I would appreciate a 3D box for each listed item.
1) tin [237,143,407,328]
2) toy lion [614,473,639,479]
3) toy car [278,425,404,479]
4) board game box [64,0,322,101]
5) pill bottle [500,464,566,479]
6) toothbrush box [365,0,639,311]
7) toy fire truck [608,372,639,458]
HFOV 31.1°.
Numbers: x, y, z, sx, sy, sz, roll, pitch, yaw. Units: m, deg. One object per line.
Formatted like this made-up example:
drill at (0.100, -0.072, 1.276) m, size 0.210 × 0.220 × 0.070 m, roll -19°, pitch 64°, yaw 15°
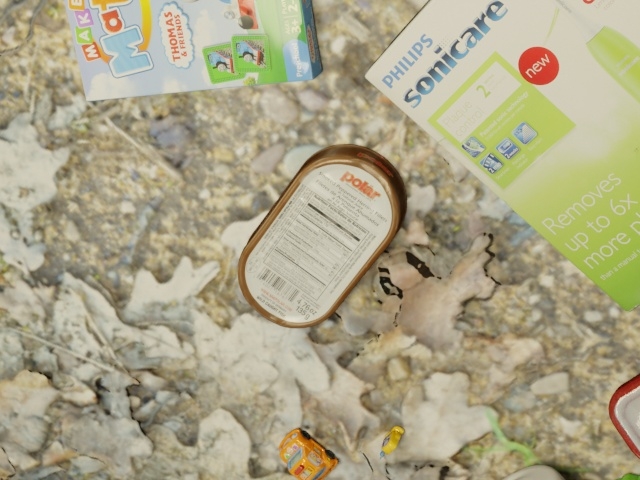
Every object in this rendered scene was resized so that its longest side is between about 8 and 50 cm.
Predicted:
tin at (0.000, 0.000, 1.041) m, size 0.106 × 0.040 × 0.189 m, roll 34°, pitch 115°, yaw -6°
toy lion at (0.311, 0.265, 1.073) m, size 0.096 × 0.034 × 0.100 m, roll 0°, pitch 112°, yaw 21°
toy car at (0.015, 0.199, 1.112) m, size 0.122 × 0.040 × 0.060 m, roll -30°, pitch 101°, yaw 23°
board game box at (-0.115, -0.208, 0.984) m, size 0.212 × 0.039 × 0.160 m, roll -3°, pitch 111°, yaw 16°
pill bottle at (0.242, 0.338, 1.059) m, size 0.136 × 0.136 × 0.245 m, roll -39°, pitch 98°, yaw 24°
toothbrush box at (0.213, -0.118, 0.872) m, size 0.283 × 0.122 × 0.206 m, roll 43°, pitch 129°, yaw -4°
toy fire truck at (0.423, 0.154, 0.941) m, size 0.302 × 0.169 × 0.254 m, roll -39°, pitch 80°, yaw 23°
